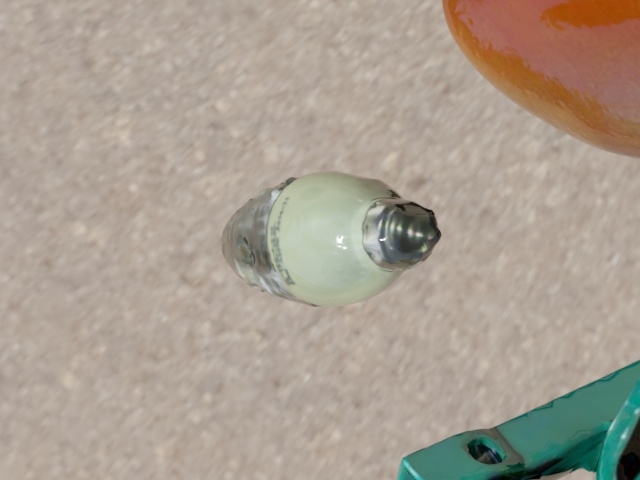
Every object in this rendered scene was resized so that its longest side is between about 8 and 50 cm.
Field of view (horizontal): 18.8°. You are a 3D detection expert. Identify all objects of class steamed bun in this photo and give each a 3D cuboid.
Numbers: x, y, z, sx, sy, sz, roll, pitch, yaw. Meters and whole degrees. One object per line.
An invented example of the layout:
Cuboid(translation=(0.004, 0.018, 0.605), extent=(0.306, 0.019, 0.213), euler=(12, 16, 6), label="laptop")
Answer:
Cuboid(translation=(0.303, -0.202, 1.534), extent=(0.379, 0.235, 0.248), euler=(-4, 127, 39), label="steamed bun")

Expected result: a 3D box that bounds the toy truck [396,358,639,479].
Cuboid(translation=(0.210, 0.061, 0.724), extent=(0.178, 0.363, 0.177), euler=(40, 141, 28), label="toy truck")

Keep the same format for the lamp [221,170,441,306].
Cuboid(translation=(0.000, 0.000, 1.399), extent=(0.250, 0.101, 0.101), euler=(-6, 113, 59), label="lamp")
